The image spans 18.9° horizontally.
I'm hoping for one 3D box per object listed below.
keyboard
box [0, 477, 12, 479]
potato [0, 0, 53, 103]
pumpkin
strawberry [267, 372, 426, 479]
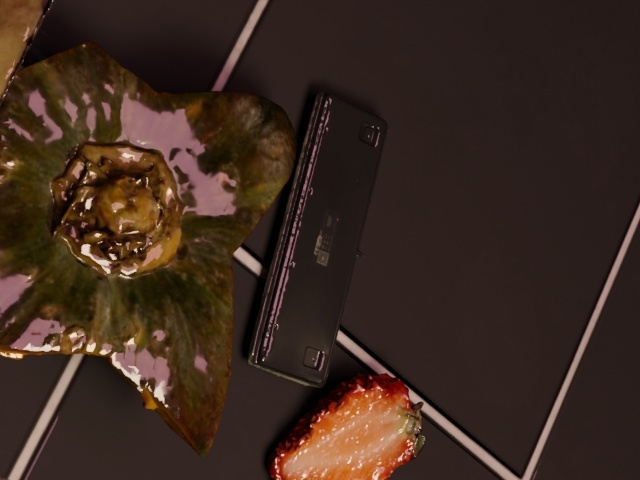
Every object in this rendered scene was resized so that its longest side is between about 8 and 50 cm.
[{"bbox_3d":[0.000,0.000,1.549,0.093,0.025,0.230,23,77,-40],"label":"keyboard"},{"bbox_3d":[-0.283,0.289,1.241,0.194,0.111,0.260,-1,95,-43],"label":"box"},{"bbox_3d":[-0.227,-0.155,1.252,0.100,0.120,0.261,26,68,-7],"label":"potato"},{"bbox_3d":[-0.144,-0.015,1.367,0.258,0.095,0.290,25,66,-29],"label":"pumpkin"},{"bbox_3d":[0.020,0.161,1.567,0.152,0.048,0.104,-16,111,-27],"label":"strawberry"}]
